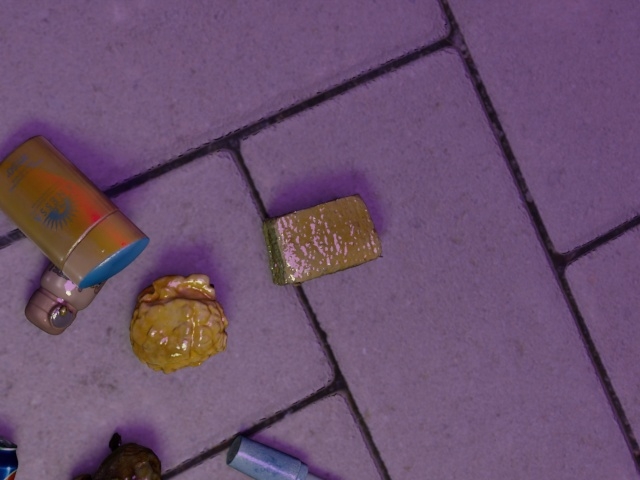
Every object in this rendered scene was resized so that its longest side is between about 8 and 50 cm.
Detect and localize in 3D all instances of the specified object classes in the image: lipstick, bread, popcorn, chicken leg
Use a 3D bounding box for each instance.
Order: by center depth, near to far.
[{"bbox_3d":[-0.385,0.492,1.778,0.361,0.212,0.140,-49,122,-25],"label":"chicken leg"},{"bbox_3d":[-0.243,0.143,1.865,0.180,0.180,0.170,44,43,-13],"label":"popcorn"},{"bbox_3d":[0.000,0.000,1.970,0.196,0.102,0.138,-18,98,-20],"label":"bread"},{"bbox_3d":[-0.039,0.436,1.977,0.274,0.061,0.068,27,80,-15],"label":"lipstick"}]

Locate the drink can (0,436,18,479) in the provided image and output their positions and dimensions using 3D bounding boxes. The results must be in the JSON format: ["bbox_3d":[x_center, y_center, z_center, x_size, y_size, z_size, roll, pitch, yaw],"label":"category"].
[{"bbox_3d":[-0.574,0.424,1.782,0.118,0.118,0.204,16,85,-17],"label":"drink can"}]

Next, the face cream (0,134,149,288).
[{"bbox_3d":[-0.420,-0.042,1.786,0.285,0.067,0.139,41,86,19],"label":"face cream"}]

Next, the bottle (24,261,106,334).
[{"bbox_3d":[-0.413,0.063,1.836,0.097,0.110,0.209,40,78,-34],"label":"bottle"}]
